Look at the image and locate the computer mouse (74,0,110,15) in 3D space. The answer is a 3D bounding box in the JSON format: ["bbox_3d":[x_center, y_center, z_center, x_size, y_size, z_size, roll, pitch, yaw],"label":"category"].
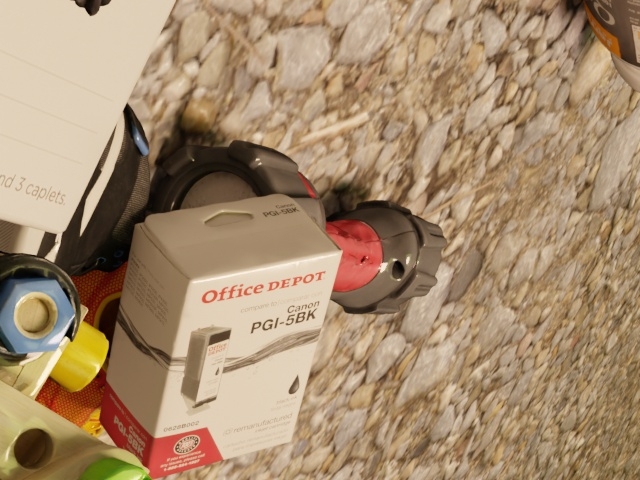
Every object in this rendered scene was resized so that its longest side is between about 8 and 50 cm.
[{"bbox_3d":[-0.074,-0.126,0.327,0.106,0.042,0.193,-61,153,0],"label":"computer mouse"}]

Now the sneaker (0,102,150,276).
[{"bbox_3d":[-0.148,0.020,0.772,0.217,0.079,0.121,-61,156,-5],"label":"sneaker"}]

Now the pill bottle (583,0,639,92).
[{"bbox_3d":[0.291,-0.233,1.286,0.162,0.162,0.278,-57,155,-12],"label":"pill bottle"}]

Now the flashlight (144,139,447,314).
[{"bbox_3d":[0.000,0.000,1.024,0.304,0.103,0.103,8,105,-64],"label":"flashlight"}]

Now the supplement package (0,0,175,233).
[{"bbox_3d":[-0.139,-0.172,0.442,0.263,0.198,0.199,-64,155,2],"label":"supplement package"}]

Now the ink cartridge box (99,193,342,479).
[{"bbox_3d":[-0.054,0.051,0.833,0.099,0.056,0.135,-11,130,-34],"label":"ink cartridge box"}]

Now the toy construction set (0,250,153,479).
[{"bbox_3d":[-0.195,0.078,0.598,0.327,0.151,0.215,41,73,-41],"label":"toy construction set"}]

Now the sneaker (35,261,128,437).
[{"bbox_3d":[-0.137,0.085,0.880,0.064,0.067,0.175,-22,136,-58],"label":"sneaker"}]
